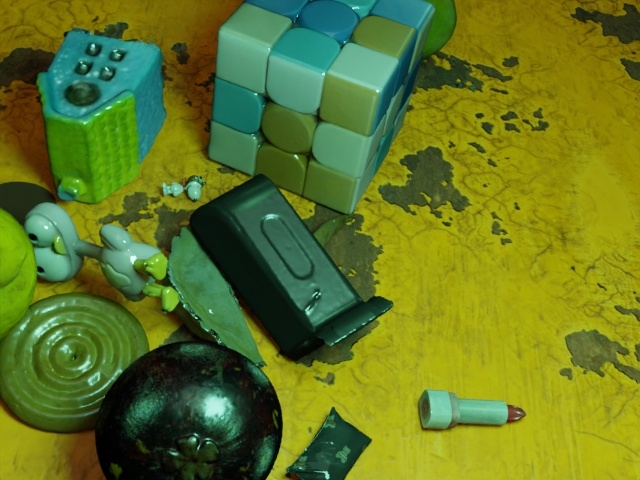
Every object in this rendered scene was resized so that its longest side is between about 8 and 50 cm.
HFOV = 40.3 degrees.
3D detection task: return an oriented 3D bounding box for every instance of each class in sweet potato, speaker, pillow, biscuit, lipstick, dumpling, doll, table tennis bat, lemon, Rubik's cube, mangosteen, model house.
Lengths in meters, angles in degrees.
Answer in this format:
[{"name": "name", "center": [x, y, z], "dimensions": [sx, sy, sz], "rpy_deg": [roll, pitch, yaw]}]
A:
[{"name": "sweet potato", "center": [0.000, -0.001, 1.725], "dimensions": [0.050, 0.050, 0.214], "rpy_deg": [30, 50, 15]}, {"name": "speaker", "center": [-0.056, 0.034, 1.551], "dimensions": [0.180, 0.184, 0.388], "rpy_deg": [-31, 72, -23]}, {"name": "pillow", "center": [0.020, 0.349, 1.424], "dimensions": [0.090, 0.048, 0.150], "rpy_deg": [28, 48, 17]}, {"name": "biscuit", "center": [-0.416, 0.196, 1.467], "dimensions": [0.262, 0.037, 0.261], "rpy_deg": [4, 56, -7]}, {"name": "lipstick", "center": [0.268, 0.298, 1.514], "dimensions": [0.187, 0.057, 0.063], "rpy_deg": [6, 48, -12]}, {"name": "dumpling", "center": [-0.224, 0.106, 1.566], "dimensions": [0.166, 0.086, 0.332], "rpy_deg": [12, 38, -46]}, {"name": "doll", "center": [-0.399, 0.023, 1.517], "dimensions": [0.366, 0.160, 0.094], "rpy_deg": [13, 45, 25]}, {"name": "table tennis bat", "center": [-0.600, -0.017, 1.646], "dimensions": [0.154, 0.021, 0.274], "rpy_deg": [13, 47, 1]}, {"name": "lemon", "center": [-0.604, 0.058, 1.399], "dimensions": [0.297, 0.297, 0.297], "rpy_deg": [5, 49, -6]}, {"name": "Rubik's cube", "center": [-0.002, -0.325, 1.810], "dimensions": [0.345, 0.346, 0.346], "rpy_deg": [23, 50, 8]}, {"name": "mangosteen", "center": [-0.197, 0.280, 1.315], "dimensions": [0.288, 0.288, 0.288], "rpy_deg": [5, 49, -6]}, {"name": "model house", "center": [-0.445, -0.233, 1.724], "dimensions": [0.216, 0.237, 0.303], "rpy_deg": [11, 50, 2]}, {"name": "doll", "center": [-0.278, -0.108, 1.775], "dimensions": [0.085, 0.040, 0.058], "rpy_deg": [10, 59, -2]}]

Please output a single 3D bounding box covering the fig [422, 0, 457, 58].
[{"name": "fig", "center": [0.162, -0.567, 2.107], "dimensions": [0.317, 0.316, 0.316], "rpy_deg": [5, 49, -6]}]
